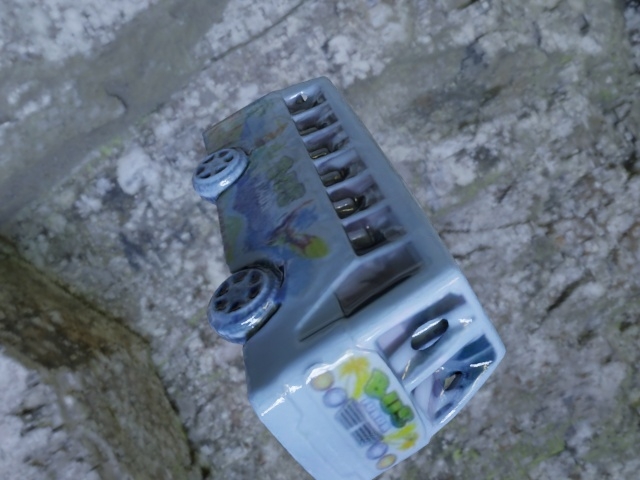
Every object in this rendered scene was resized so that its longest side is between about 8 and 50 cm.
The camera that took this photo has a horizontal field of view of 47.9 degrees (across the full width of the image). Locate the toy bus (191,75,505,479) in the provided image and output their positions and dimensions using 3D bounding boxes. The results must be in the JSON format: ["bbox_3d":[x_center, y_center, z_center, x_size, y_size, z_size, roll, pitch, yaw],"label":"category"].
[{"bbox_3d":[0.000,0.000,0.481,0.136,0.109,0.329,-29,-146,5],"label":"toy bus"}]
